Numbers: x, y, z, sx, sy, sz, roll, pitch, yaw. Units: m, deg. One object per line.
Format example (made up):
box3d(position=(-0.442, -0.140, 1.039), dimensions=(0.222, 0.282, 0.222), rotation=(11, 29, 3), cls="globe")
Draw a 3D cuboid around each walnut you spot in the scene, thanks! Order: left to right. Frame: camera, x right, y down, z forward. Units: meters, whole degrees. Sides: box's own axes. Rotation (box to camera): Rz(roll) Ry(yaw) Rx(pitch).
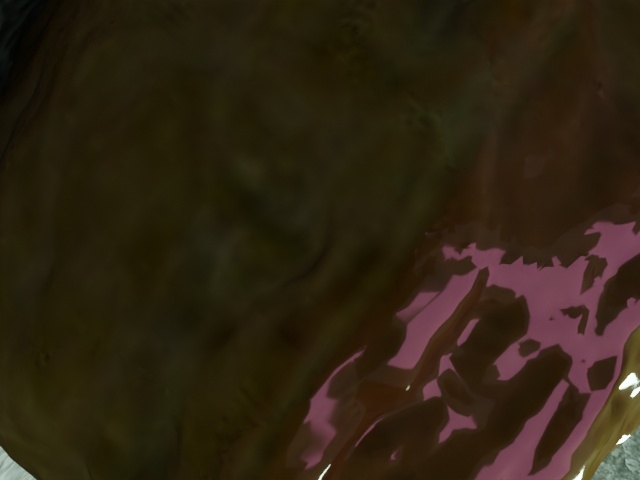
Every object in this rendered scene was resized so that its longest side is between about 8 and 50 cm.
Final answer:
box3d(position=(0.001, 0.001, 0.699), dimensions=(0.344, 0.306, 0.306), rotation=(-59, 168, 11), cls="walnut")
